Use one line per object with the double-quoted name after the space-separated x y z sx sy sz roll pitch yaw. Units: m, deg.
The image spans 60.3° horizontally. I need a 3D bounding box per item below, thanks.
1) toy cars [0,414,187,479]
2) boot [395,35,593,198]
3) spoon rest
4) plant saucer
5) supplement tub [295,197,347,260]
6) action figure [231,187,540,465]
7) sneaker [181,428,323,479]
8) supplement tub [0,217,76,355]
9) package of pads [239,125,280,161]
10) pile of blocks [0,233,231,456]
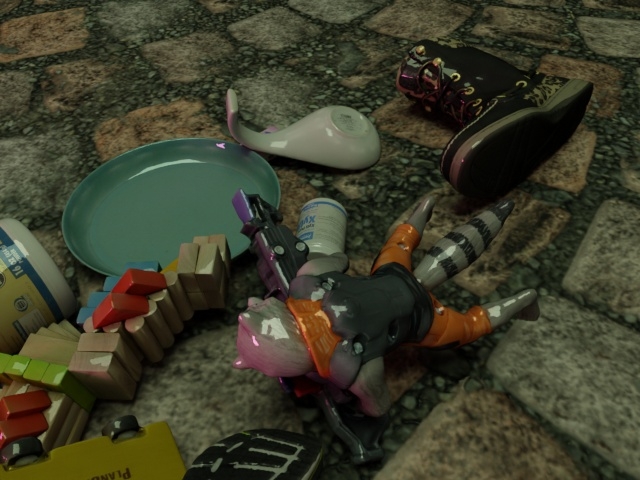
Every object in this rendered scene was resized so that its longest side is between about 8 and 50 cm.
-0.238 0.285 0.410 0.176 0.087 0.394 36 29 -9 "toy cars"
0.244 -0.224 0.916 0.377 0.138 0.284 -33 53 -32 "boot"
-0.025 -0.179 0.907 0.276 0.084 0.137 6 53 -23 "spoon rest"
-0.216 -0.047 0.826 0.317 0.044 0.318 -2 45 2 "plant saucer"
0.000 0.000 0.750 0.070 0.071 0.107 3 44 5 "supplement tub"
0.041 0.032 0.595 0.330 0.179 0.341 -24 70 -32 "action figure"
-0.083 0.275 0.458 0.110 0.122 0.300 5 24 27 "sneaker"
-0.407 0.080 0.632 0.144 0.144 0.199 33 54 30 "supplement tub"
-0.095 -0.161 0.942 0.050 0.032 0.083 33 54 33 "package of pads"
-0.243 0.094 0.600 0.148 0.113 0.362 30 60 21 "pile of blocks"
